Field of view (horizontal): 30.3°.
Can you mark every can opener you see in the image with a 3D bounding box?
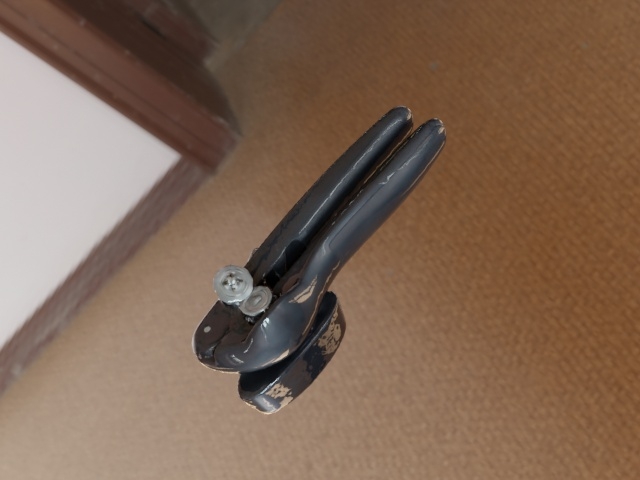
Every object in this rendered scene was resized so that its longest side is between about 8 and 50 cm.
[{"bbox_3d":[0.000,0.000,0.627,0.059,0.073,0.186,24,71,30],"label":"can opener"}]
